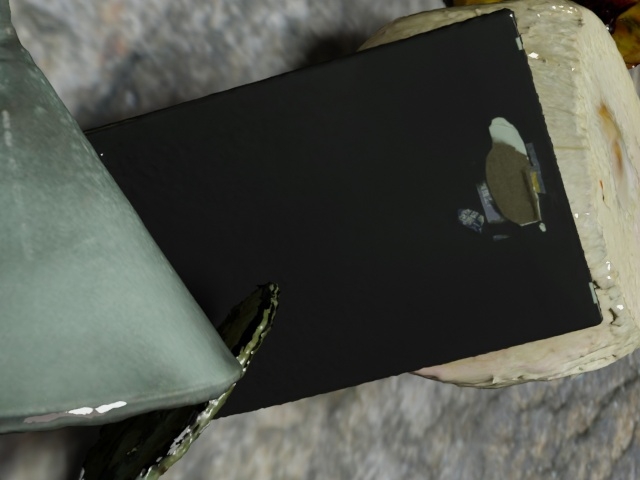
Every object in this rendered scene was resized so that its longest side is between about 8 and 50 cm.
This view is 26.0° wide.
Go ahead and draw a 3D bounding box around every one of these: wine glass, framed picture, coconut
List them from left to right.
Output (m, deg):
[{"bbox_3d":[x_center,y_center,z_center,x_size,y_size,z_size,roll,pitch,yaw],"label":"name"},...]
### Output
[{"bbox_3d":[-0.169,-0.118,0.713,0.267,0.267,0.406,-2,93,-51],"label":"wine glass"},{"bbox_3d":[0.000,0.000,0.908,0.013,0.324,0.244,-86,158,-56],"label":"framed picture"},{"bbox_3d":[0.114,-0.033,1.062,0.297,0.254,0.297,42,40,-50],"label":"coconut"}]

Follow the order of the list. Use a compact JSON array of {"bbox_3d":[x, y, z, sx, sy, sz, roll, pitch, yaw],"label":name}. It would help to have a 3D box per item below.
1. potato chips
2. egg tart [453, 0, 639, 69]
[{"bbox_3d":[-0.098,0.110,0.867,0.029,0.220,0.202,40,65,-10],"label":"potato chips"},{"bbox_3d":[0.229,-0.251,1.226,0.215,0.215,0.171,37,56,-47],"label":"egg tart"}]
